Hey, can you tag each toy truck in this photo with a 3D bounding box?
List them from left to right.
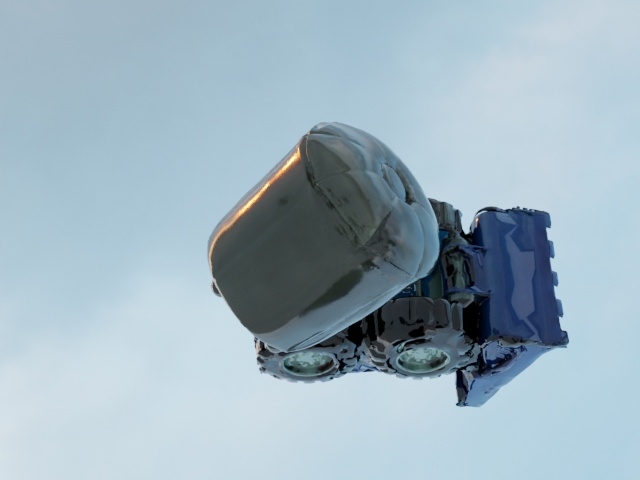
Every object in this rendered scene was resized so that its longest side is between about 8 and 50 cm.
[{"bbox_3d":[0.059,0.048,0.822,0.208,0.126,0.113,-2,-124,3],"label":"toy truck"}]

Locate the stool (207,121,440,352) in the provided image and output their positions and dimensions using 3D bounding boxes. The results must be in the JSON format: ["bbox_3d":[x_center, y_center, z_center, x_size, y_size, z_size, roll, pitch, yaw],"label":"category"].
[{"bbox_3d":[0.000,0.000,0.616,0.110,0.096,0.096,-39,-123,26],"label":"stool"}]
